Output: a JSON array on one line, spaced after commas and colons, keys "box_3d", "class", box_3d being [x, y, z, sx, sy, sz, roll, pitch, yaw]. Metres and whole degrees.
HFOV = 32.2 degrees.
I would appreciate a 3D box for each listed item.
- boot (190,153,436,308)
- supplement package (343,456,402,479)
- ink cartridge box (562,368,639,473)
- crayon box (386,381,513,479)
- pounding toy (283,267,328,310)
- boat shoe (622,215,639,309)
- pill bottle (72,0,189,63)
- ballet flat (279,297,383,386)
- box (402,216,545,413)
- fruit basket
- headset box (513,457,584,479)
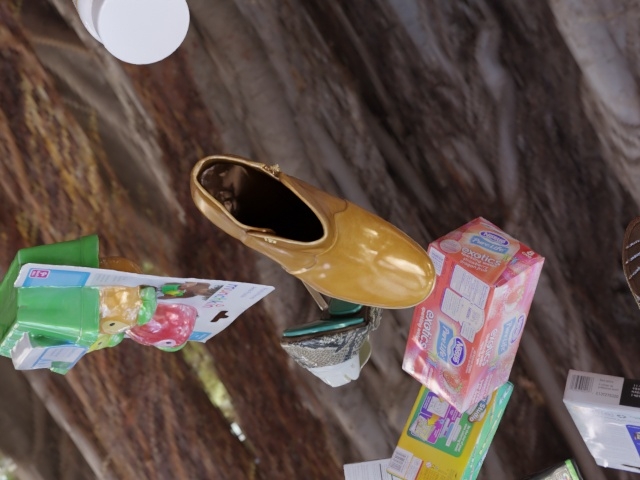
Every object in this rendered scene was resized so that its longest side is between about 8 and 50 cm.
[{"box_3d": [0.000, -0.001, 1.130, 0.104, 0.295, 0.211, -65, -174, -1], "class": "boot"}, {"box_3d": [0.195, 0.554, 2.506, 0.244, 0.134, 0.139, -12, 168, 20], "class": "supplement package"}, {"box_3d": [0.543, 0.329, 1.927, 0.175, 0.371, 0.069, 6, -117, 26], "class": "ink cartridge box"}, {"box_3d": [0.273, 0.396, 2.331, 0.165, 0.081, 0.278, 20, -99, 31], "class": "crayon box"}, {"box_3d": [0.024, 0.008, 2.428, 0.110, 0.183, 0.237, -26, 153, -45], "class": "pounding toy"}, {"box_3d": [0.613, 0.082, 2.023, 0.095, 0.257, 0.095, -11, 175, 25], "class": "boat shoe"}, {"box_3d": [-0.220, -0.285, 1.241, 0.119, 0.119, 0.208, -32, -140, -1], "class": "pill bottle"}, {"box_3d": [0.051, 0.219, 2.457, 0.164, 0.182, 0.483, -7, -170, 19], "class": "ballet flat"}, {"box_3d": [0.265, 0.132, 1.948, 0.142, 0.300, 0.154, -26, -132, -36], "class": "box"}, {"box_3d": [-0.287, 0.112, 1.620, 0.353, 0.165, 0.327, 11, 157, -22], "class": "fruit basket"}, {"box_3d": [0.322, 0.481, 1.638, 0.131, 0.246, 0.283, -34, 163, 37], "class": "headset box"}]
